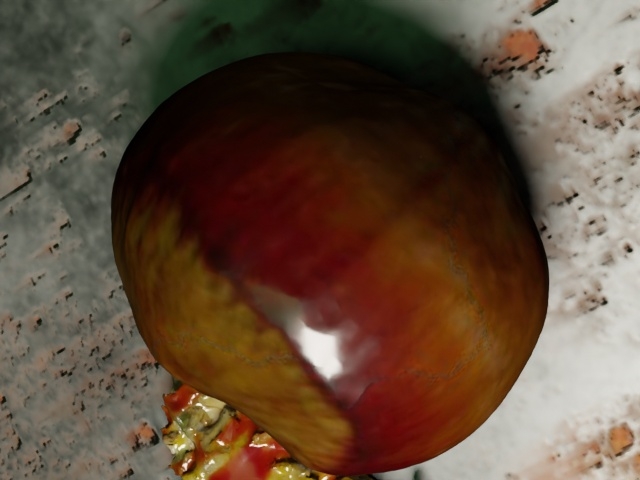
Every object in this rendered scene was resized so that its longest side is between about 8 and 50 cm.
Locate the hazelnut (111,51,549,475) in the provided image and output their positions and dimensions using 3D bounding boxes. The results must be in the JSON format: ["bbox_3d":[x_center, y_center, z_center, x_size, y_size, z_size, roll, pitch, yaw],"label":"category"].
[{"bbox_3d":[0.000,0.000,0.991,0.251,0.217,0.217,39,116,36],"label":"hazelnut"}]

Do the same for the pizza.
[{"bbox_3d":[-0.043,0.156,1.117,0.188,0.062,0.199,-37,85,24],"label":"pizza"}]
